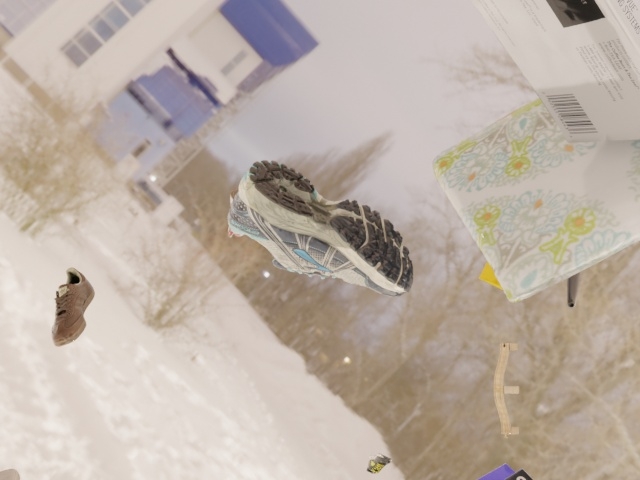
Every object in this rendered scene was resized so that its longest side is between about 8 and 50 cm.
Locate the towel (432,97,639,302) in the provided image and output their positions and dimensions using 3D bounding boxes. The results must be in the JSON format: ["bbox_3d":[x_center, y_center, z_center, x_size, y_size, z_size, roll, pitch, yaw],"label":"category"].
[{"bbox_3d":[0.361,-0.094,1.330,0.090,0.320,0.374,53,10,-34],"label":"towel"}]

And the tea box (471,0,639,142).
[{"bbox_3d":[0.404,-0.358,1.158,0.329,0.323,0.220,49,-19,-22],"label":"tea box"}]

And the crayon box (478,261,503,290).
[{"bbox_3d":[0.464,-0.070,1.833,0.106,0.313,0.363,30,17,11],"label":"crayon box"}]

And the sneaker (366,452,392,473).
[{"bbox_3d":[0.114,0.437,1.711,0.031,0.035,0.083,25,-23,-6],"label":"sneaker"}]

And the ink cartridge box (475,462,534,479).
[{"bbox_3d":[0.345,0.532,1.711,0.208,0.206,0.045,42,-30,50],"label":"ink cartridge box"}]

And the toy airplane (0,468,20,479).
[{"bbox_3d":[-0.571,0.524,1.386,0.386,0.272,0.384,60,-16,4],"label":"toy airplane"}]

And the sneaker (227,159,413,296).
[{"bbox_3d":[0.000,0.000,1.229,0.283,0.122,0.110,32,40,-11],"label":"sneaker"}]

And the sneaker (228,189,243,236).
[{"bbox_3d":[-0.112,-0.022,1.292,0.118,0.042,0.067,-113,-156,-60],"label":"sneaker"}]

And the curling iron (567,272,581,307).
[{"bbox_3d":[0.580,0.086,2.033,0.035,0.068,0.274,32,27,-4],"label":"curling iron"}]

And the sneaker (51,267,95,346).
[{"bbox_3d":[-0.473,0.122,1.633,0.188,0.066,0.071,-96,162,-61],"label":"sneaker"}]

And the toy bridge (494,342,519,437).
[{"bbox_3d":[0.371,0.299,1.758,0.026,0.188,0.063,-7,-12,41],"label":"toy bridge"}]
